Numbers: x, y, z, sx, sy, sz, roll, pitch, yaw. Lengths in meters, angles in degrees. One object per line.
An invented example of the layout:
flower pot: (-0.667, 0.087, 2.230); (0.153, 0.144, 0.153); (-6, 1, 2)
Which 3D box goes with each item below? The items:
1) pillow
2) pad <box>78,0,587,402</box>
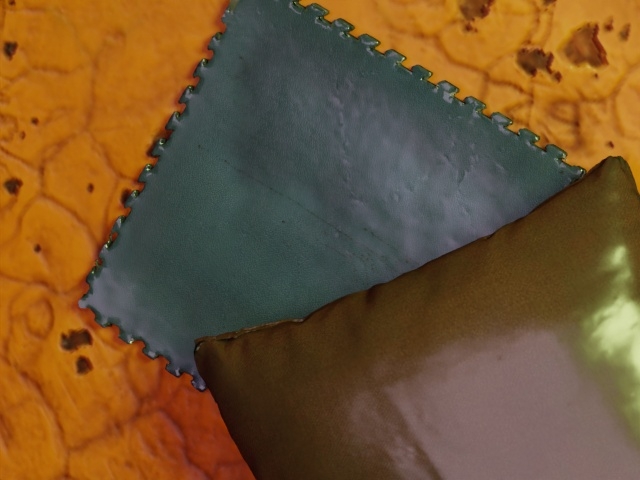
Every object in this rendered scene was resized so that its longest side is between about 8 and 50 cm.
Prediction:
pillow: (0.110, 0.143, 1.173); (0.308, 0.108, 0.305); (-25, 86, 14)
pad: (0.000, 0.000, 1.258); (0.270, 0.012, 0.269); (34, 103, 14)
